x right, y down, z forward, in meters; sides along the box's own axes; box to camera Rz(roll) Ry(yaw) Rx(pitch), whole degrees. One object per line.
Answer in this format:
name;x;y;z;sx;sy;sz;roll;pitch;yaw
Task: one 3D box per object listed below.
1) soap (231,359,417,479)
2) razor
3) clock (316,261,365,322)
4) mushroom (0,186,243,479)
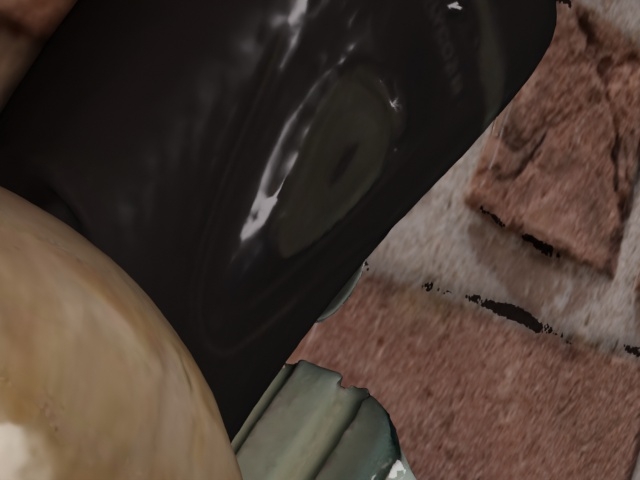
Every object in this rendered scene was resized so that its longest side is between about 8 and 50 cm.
soap;-0.069;0.172;0.784;0.261;0.150;0.094;-54;143;-27
razor;-0.029;-0.049;0.763;0.349;0.113;0.204;-51;144;-28
clock;0.000;0.000;0.936;0.085;0.017;0.085;-36;135;-46
mushroom;-0.142;0.128;0.462;0.297;0.290;0.298;-13;132;-15
